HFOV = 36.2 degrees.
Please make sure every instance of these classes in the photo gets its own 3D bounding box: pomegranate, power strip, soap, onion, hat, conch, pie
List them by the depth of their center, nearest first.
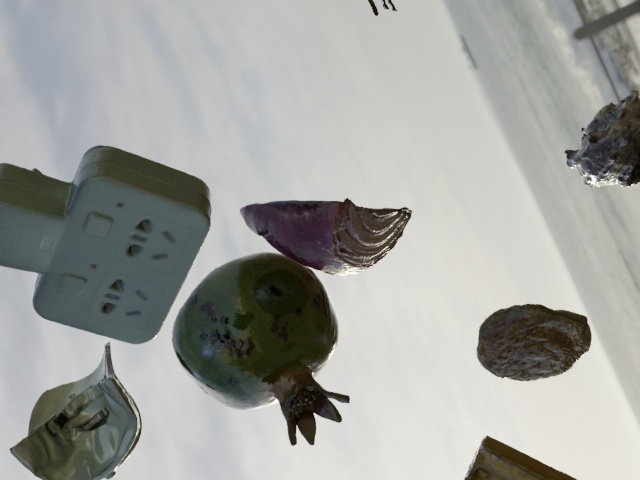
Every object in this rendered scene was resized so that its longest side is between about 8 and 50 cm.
[{"bbox_3d":[-0.292,-0.015,1.220,0.261,0.229,0.141,19,-151,-19],"label":"power strip"},{"bbox_3d":[0.313,0.406,1.379,0.258,0.160,0.080,26,-164,11],"label":"soap"},{"bbox_3d":[0.000,0.000,1.512,0.250,0.248,0.111,2,-95,-53],"label":"onion"},{"bbox_3d":[0.355,0.162,1.630,0.163,0.194,0.079,97,173,-46],"label":"pie"},{"bbox_3d":[-0.101,0.177,1.659,0.290,0.291,0.323,55,-172,-40],"label":"pomegranate"},{"bbox_3d":[0.547,-0.184,1.661,0.241,0.313,0.186,-8,-87,-38],"label":"conch"},{"bbox_3d":[-0.469,0.359,2.003,0.168,0.258,0.301,52,-172,-22],"label":"hat"}]

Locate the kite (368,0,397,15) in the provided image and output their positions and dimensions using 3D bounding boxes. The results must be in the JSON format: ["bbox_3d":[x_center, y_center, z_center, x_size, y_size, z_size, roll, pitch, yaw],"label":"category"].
[{"bbox_3d":[0.081,-0.600,2.063,0.152,0.015,0.285,-19,-97,-51],"label":"kite"}]
